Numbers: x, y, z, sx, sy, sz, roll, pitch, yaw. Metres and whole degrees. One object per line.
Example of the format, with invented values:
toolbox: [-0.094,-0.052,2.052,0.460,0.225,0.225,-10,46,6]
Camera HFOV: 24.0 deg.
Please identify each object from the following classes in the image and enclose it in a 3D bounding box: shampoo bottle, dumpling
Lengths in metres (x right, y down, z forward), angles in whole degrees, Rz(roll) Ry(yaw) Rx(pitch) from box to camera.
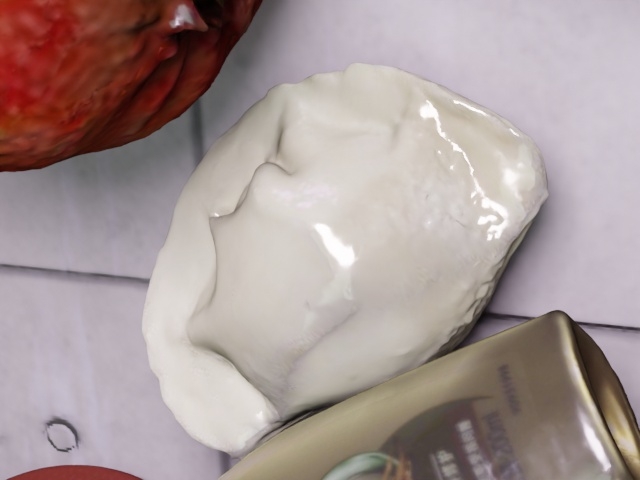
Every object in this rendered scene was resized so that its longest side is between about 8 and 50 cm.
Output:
shampoo bottle: [-0.012,0.158,0.728,0.350,0.125,0.084,-28,145,18]
dumpling: [0.003,-0.003,0.758,0.166,0.126,0.216,56,136,15]

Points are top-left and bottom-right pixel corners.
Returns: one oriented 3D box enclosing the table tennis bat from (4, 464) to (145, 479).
table tennis bat: [-0.130,0.238,0.832,0.310,0.200,0.038,37,161,40]

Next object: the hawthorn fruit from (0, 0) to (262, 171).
hawthorn fruit: [-0.161,-0.177,0.661,0.307,0.265,0.265,32,119,8]
